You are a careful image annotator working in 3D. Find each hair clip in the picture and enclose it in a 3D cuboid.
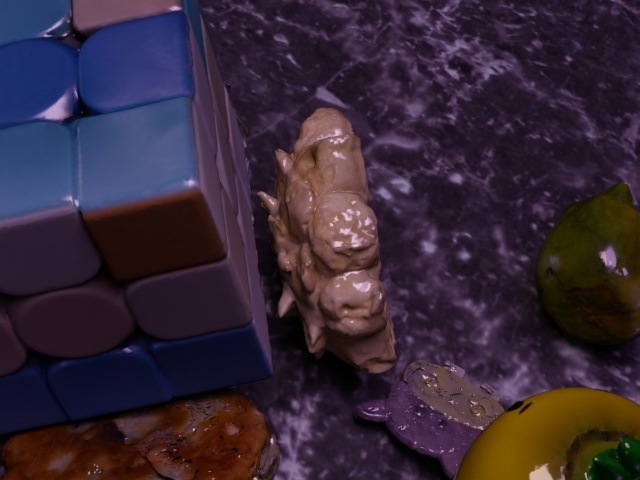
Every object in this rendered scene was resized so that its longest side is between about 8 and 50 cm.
[{"bbox_3d":[0.150,0.208,1.703,0.187,0.056,0.146,39,49,16],"label":"hair clip"}]

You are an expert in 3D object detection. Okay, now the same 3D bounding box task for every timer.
[{"bbox_3d":[0.275,0.260,1.501,0.285,0.285,0.285,7,55,-10],"label":"timer"}]

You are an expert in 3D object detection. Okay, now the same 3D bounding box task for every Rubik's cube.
[{"bbox_3d":[-0.255,-0.047,1.520,0.344,0.347,0.347,-13,51,4],"label":"Rubik's cube"}]

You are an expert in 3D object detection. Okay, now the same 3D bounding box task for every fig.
[{"bbox_3d":[0.334,0.023,1.819,0.167,0.167,0.233,3,33,-13],"label":"fig"}]

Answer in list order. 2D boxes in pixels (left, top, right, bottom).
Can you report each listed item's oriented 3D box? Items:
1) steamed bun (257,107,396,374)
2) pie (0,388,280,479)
[{"bbox_3d":[0.000,0.000,1.684,0.137,0.295,0.292,-11,48,3],"label":"steamed bun"},{"bbox_3d":[-0.179,0.244,1.521,0.308,0.086,0.308,-9,30,5],"label":"pie"}]
